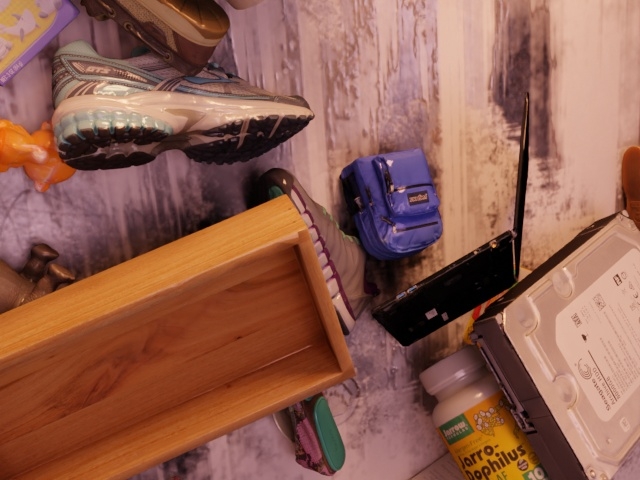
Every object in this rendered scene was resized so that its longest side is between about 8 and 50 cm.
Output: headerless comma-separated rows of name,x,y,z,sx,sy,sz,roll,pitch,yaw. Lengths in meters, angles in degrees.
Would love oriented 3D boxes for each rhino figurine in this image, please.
rhino figurine,-0.291,0.059,0.795,0.243,0.073,0.106,34,96,-31

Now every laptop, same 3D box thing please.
laptop,0.164,-0.010,0.954,0.264,0.136,0.234,-31,159,5

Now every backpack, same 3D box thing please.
backpack,0.085,-0.040,0.927,0.098,0.101,0.120,-12,85,-18

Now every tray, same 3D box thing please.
tray,-0.185,0.127,0.792,0.411,0.076,0.203,-23,127,-6

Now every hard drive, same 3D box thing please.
hard drive,0.350,0.127,1.024,0.339,0.064,0.237,-29,89,-38

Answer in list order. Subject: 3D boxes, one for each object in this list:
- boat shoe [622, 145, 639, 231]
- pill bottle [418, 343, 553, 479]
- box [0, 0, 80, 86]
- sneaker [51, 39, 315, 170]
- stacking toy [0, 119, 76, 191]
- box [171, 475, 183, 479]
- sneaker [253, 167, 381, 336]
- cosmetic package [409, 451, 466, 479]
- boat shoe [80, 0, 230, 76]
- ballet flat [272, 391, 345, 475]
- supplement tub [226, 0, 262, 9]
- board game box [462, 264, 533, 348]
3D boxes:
boat shoe,0.473,-0.036,1.148,0.073,0.073,0.207,-8,107,-22
pill bottle,0.214,0.239,1.019,0.117,0.117,0.208,-25,74,-19
box,-0.318,-0.239,0.726,0.105,0.043,0.179,-48,116,-9
sneaker,-0.128,-0.148,0.805,0.283,0.110,0.122,-6,74,-39
stacking toy,-0.352,-0.099,0.697,0.302,0.166,0.175,9,85,-40
box,-0.113,0.413,0.943,0.128,0.122,0.257,-45,118,-9
sneaker,0.000,0.000,0.936,0.098,0.083,0.223,-43,124,-33
cosmetic package,0.177,0.369,1.098,0.231,0.085,0.117,-32,114,-17
boat shoe,-0.188,-0.230,0.737,0.223,0.080,0.073,35,121,3
ballet flat,-0.028,0.181,0.957,0.077,0.079,0.221,-49,132,-59
supplement tub,-0.113,-0.379,0.685,0.316,0.228,0.228,43,82,-28
board game box,0.321,0.116,1.136,0.259,0.039,0.124,18,94,-26
